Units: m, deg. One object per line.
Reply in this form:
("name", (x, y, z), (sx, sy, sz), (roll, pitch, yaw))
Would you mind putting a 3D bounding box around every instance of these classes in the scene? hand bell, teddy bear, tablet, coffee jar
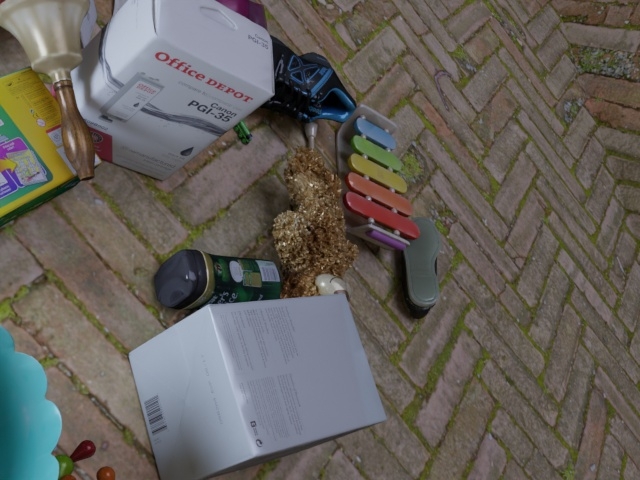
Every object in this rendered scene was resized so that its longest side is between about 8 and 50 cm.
("hand bell", (-0.339, -0.197, 1.100), (0.126, 0.126, 0.241), (-11, 83, -50))
("teddy bear", (0.000, 0.000, 1.407), (0.245, 0.113, 0.337), (68, 22, -45))
("tablet", (-0.372, -0.352, 1.322), (0.006, 0.054, 0.083), (3, 54, 1))
("coffee jar", (-0.155, 0.065, 1.252), (0.184, 0.096, 0.079), (10, 57, -43))

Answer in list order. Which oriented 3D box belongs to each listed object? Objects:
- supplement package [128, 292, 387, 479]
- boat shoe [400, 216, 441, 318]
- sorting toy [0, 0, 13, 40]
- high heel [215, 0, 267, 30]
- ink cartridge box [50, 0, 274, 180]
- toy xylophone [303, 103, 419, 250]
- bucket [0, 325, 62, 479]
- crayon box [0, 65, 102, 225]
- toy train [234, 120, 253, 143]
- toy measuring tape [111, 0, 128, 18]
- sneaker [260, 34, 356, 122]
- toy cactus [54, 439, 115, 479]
("supplement package", (-0.086, 0.206, 1.155), (0.263, 0.198, 0.199), (-1, 67, -48))
("boat shoe", (0.199, 0.053, 1.675), (0.081, 0.068, 0.227), (9, 50, -3))
("sorting toy", (-0.432, -0.430, 1.172), (0.257, 0.090, 0.255), (-53, 140, -50))
("high heel", (-0.207, -0.552, 1.555), (0.181, 0.127, 0.377), (-6, 74, -60))
("ink cartridge box", (-0.233, -0.224, 1.199), (0.207, 0.283, 0.117), (20, 53, -39))
("toy xylophone", (0.081, -0.126, 1.645), (0.236, 0.081, 0.322), (15, 56, -41))
("bucket", (-0.418, 0.212, 0.800), (0.281, 0.183, 0.281), (27, 48, -35))
("crayon box", (-0.438, -0.102, 1.060), (0.165, 0.081, 0.278), (55, 38, -6))
("toy train", (-0.149, -0.213, 1.494), (0.083, 0.024, 0.017), (57, 38, -2))
("toy measuring tape", (-0.309, -0.464, 1.407), (0.121, 0.121, 0.329), (19, 54, -40))
("sneaker", (-0.061, -0.292, 1.532), (0.341, 0.125, 0.139), (-7, 50, -49))
("toy cactus", (-0.291, 0.355, 0.937), (0.181, 0.112, 0.218), (-18, 82, -32))
